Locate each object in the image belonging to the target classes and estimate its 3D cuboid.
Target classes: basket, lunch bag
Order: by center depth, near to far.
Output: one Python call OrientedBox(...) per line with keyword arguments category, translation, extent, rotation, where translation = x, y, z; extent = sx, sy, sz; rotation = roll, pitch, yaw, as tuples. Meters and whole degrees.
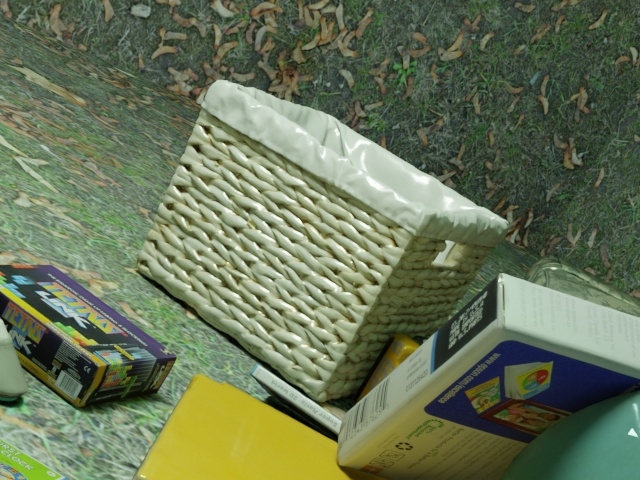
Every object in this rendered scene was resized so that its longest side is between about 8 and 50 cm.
OrientedBox(category="basket", translation=(0.000, 0.000, 1.642), extent=(0.331, 0.266, 0.328), rotation=(34, 12, 22))
OrientedBox(category="lunch bag", translation=(0.426, 0.180, 2.065), extent=(0.305, 0.212, 0.256), rotation=(29, 10, 0))

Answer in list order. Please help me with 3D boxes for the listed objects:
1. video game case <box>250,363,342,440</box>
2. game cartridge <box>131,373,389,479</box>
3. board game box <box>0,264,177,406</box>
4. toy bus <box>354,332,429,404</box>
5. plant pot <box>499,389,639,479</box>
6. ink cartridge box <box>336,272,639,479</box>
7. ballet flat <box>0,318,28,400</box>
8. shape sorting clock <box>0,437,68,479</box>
OrientedBox(category="video game case", translation=(0.007, 0.188, 1.352), extent=(0.166, 0.015, 0.119), rotation=(32, -10, 16))
OrientedBox(category="game cartridge", translation=(-0.014, 0.233, 1.121), extent=(0.285, 0.052, 0.323), rotation=(29, 8, -1))
OrientedBox(category="board game box", translation=(-0.237, 0.083, 1.215), extent=(0.170, 0.048, 0.141), rotation=(33, 12, 19))
OrientedBox(category="toy bus", translation=(0.210, 0.227, 1.566), extent=(0.333, 0.108, 0.130), rotation=(25, 13, -26))
OrientedBox(category="plant pot", translation=(0.288, 0.296, 1.008), extent=(0.293, 0.293, 0.235), rotation=(25, 35, -20))
OrientedBox(category="ink cartridge box", translation=(0.215, 0.161, 1.142), extent=(0.307, 0.303, 0.072), rotation=(17, 54, -17))
OrientedBox(category="ballet flat", translation=(-0.316, 0.051, 1.101), extent=(0.213, 0.068, 0.072), rotation=(34, 12, 24))
OrientedBox(category="shape sorting clock", translation=(-0.257, 0.151, 0.860), extent=(0.206, 0.040, 0.206), rotation=(25, 9, -4))
